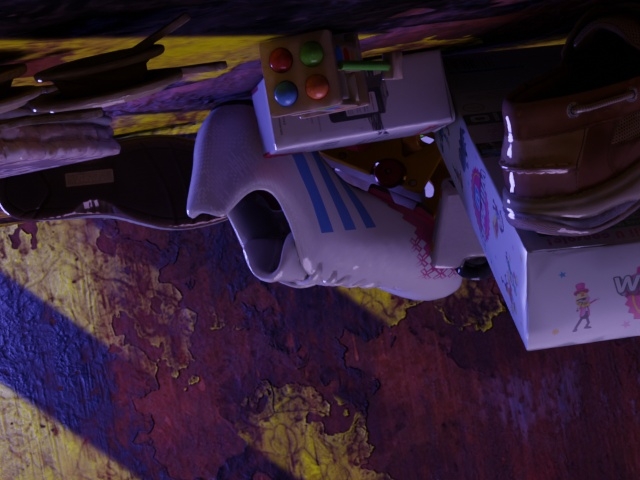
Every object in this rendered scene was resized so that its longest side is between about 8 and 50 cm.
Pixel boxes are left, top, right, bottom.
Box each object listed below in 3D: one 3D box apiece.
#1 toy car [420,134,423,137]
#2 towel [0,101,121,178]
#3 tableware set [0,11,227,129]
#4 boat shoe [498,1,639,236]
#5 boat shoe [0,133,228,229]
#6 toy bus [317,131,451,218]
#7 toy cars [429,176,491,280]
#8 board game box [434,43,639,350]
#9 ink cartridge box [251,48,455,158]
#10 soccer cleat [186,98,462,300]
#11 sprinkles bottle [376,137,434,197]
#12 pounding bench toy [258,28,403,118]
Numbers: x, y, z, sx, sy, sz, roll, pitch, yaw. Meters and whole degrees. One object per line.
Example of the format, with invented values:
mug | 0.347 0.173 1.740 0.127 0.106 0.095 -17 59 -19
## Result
toy car | 0.123 -0.133 1.892 0.225 0.053 0.239 -9 179 -13
towel | -0.348 -0.055 1.315 0.316 0.053 0.332 -11 180 15
tableware set | -0.167 -0.095 1.038 0.194 0.039 0.128 -3 -165 34
boat shoe | 0.242 -0.121 1.344 0.123 0.116 0.324 2 -151 40
boat shoe | -0.194 -0.062 1.829 0.257 0.095 0.095 3 -176 2
toy bus | 0.039 -0.091 1.762 0.191 0.202 0.104 -8 -134 55
toy cars | 0.265 -0.089 1.687 0.393 0.176 0.087 -37 -147 0
board game box | 0.231 -0.050 1.450 0.224 0.098 0.303 -7 -147 -7
ink cartridge box | 0.025 -0.112 1.497 0.150 0.063 0.109 -10 179 -8
soccer cleat | 0.000 0.000 1.654 0.116 0.143 0.331 -11 143 45
sprinkles bottle | 0.195 -0.109 2.280 0.121 0.121 0.355 -10 180 27
pounding bench toy | 0.009 -0.116 1.226 0.083 0.052 0.065 -10 179 21
